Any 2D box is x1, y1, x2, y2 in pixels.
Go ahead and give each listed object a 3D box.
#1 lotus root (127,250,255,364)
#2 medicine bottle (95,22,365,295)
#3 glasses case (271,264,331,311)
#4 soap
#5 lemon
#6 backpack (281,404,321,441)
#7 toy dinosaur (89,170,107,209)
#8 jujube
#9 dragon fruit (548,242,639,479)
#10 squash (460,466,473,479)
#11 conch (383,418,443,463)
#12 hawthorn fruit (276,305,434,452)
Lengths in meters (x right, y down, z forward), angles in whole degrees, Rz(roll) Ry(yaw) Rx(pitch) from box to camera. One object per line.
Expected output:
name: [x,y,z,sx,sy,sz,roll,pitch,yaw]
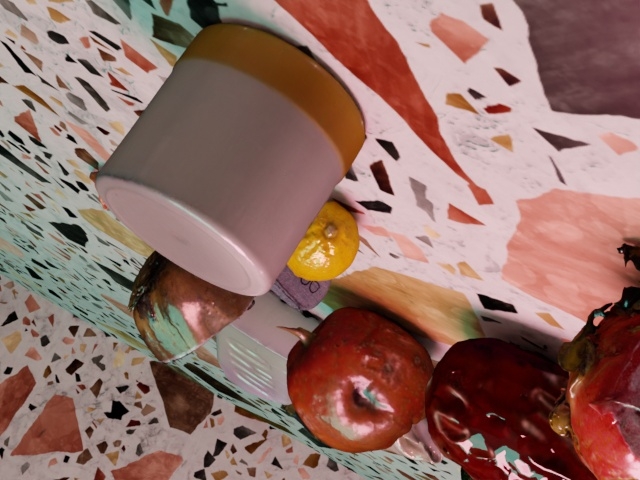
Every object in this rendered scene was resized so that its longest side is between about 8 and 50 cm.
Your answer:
lotus root: [-0.271,0.100,1.866,0.192,0.272,0.272,48,156,-26]
medicine bottle: [-0.103,-0.090,1.107,0.238,0.232,0.238,29,162,11]
glasses case: [-0.076,0.007,1.500,0.067,0.109,0.282,6,148,44]
soap: [-0.118,0.235,2.059,0.208,0.115,0.347,32,154,10]
lemon: [0.000,0.000,1.359,0.114,0.114,0.155,34,160,-6]
backpack: [-0.011,0.360,2.283,0.206,0.133,0.258,34,157,20]
toy dinosaur: [-0.381,-0.098,1.795,0.280,0.055,0.101,16,133,45]
jujube: [0.329,0.292,1.389,0.377,0.258,0.258,22,159,16]
dragon fruit: [0.383,0.183,1.041,0.269,0.250,0.291,31,177,18]
squash: [0.351,0.407,1.698,0.218,0.218,0.172,23,148,25]
conch: [0.153,0.335,1.915,0.275,0.182,0.149,36,-159,19]
hawthorn fruit: [0.072,0.242,1.676,0.261,0.258,0.258,54,171,26]
